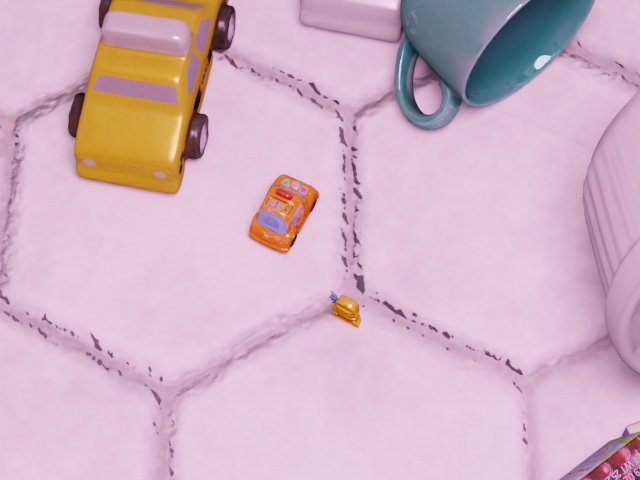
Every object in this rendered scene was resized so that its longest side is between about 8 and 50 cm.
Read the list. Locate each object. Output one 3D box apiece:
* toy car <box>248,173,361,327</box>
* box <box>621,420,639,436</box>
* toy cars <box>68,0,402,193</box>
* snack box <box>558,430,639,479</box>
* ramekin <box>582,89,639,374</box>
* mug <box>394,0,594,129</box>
[{"bbox_3d":[0.000,0.000,1.233,0.060,0.040,0.122,-43,72,-15],"label":"toy car"},{"bbox_3d":[0.269,0.149,1.172,0.136,0.028,0.081,-18,68,-8],"label":"box"},{"bbox_3d":[-0.042,-0.195,1.291,0.393,0.087,0.176,-36,71,-13],"label":"toy cars"},{"bbox_3d":[0.168,0.249,1.081,0.207,0.070,0.174,-33,86,-15],"label":"snack box"},{"bbox_3d":[0.296,-0.029,1.126,0.272,0.273,0.127,-17,57,-6],"label":"ramekin"},{"bbox_3d":[0.111,-0.169,1.253,0.157,0.129,0.097,-36,69,-13],"label":"mug"}]
